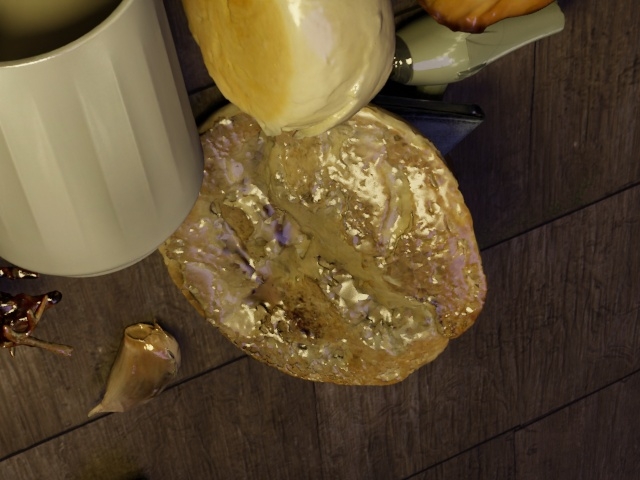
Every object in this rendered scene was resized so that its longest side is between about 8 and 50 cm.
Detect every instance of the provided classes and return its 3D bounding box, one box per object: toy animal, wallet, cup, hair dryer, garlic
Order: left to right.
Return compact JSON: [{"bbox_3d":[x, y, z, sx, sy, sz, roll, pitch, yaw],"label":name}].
[{"bbox_3d":[-0.352,0.078,1.865,0.243,0.087,0.260,2,174,19],"label":"toy animal"},{"bbox_3d":[-0.285,-0.128,1.671,0.322,0.237,0.327,-11,143,-1],"label":"cup"},{"bbox_3d":[-0.220,0.157,2.206,0.084,0.066,0.152,18,122,-15],"label":"garlic"},{"bbox_3d":[0.056,-0.115,2.043,0.222,0.036,0.167,2,152,-30],"label":"wallet"},{"bbox_3d":[0.179,-0.203,2.058,0.219,0.088,0.225,-25,155,-4],"label":"hair dryer"}]

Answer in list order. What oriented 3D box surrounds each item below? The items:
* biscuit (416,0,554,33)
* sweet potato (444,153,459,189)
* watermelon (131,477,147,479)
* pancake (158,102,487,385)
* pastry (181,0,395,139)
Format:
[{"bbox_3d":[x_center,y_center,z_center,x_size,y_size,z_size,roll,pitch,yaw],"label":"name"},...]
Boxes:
[{"bbox_3d":[0.205,-0.352,1.875,0.296,0.102,0.296,-22,147,-15],"label":"biscuit"},{"bbox_3d":[0.127,-0.015,2.263,0.078,0.058,0.255,7,134,-21],"label":"sweet potato"},{"bbox_3d":[-0.249,0.408,2.420,0.123,0.129,0.301,-26,139,-14],"label":"watermelon"},{"bbox_3d":[-0.001,0.000,1.988,0.387,0.082,0.387,9,125,13],"label":"pancake"},{"bbox_3d":[-0.038,-0.229,1.710,0.133,0.265,0.265,-31,148,-28],"label":"pastry"}]
